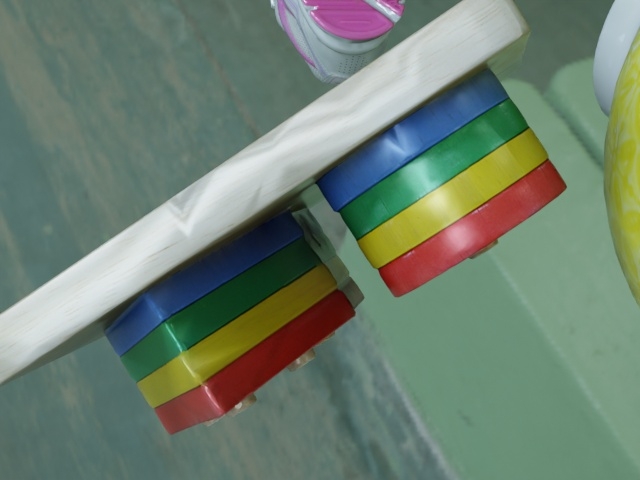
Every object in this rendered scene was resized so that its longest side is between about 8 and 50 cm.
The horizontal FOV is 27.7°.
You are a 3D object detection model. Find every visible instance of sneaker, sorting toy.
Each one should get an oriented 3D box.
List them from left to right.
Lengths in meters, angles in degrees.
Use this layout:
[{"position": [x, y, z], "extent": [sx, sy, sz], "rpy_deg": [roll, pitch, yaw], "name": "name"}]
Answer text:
[{"position": [-0.002, -0.228, 1.068], "extent": [0.103, 0.111, 0.252], "rpy_deg": [0, 55, -11], "name": "sneaker"}, {"position": [0.000, 0.000, 0.619], "extent": [0.257, 0.255, 0.089], "rpy_deg": [-33, 89, 9], "name": "sorting toy"}]

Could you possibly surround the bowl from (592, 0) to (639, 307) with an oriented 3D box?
[{"position": [0.227, -0.072, 0.624], "extent": [0.289, 0.289, 0.156], "rpy_deg": [-28, 47, -27], "name": "bowl"}]
